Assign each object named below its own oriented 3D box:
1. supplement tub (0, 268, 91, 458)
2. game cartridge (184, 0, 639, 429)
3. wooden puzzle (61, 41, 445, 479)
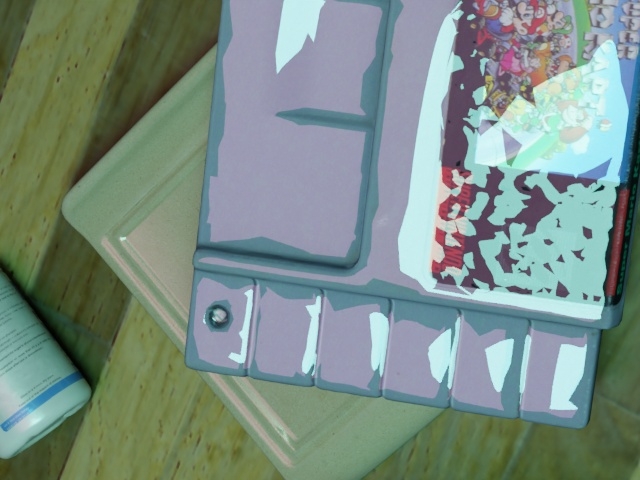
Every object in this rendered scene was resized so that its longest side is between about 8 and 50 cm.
[{"bbox_3d":[-0.196,0.071,1.203,0.071,0.071,0.107,-38,87,25],"label":"supplement tub"},{"bbox_3d":[0.058,-0.090,1.034,0.230,0.068,0.355,9,99,14],"label":"game cartridge"},{"bbox_3d":[0.000,0.000,1.127,0.221,0.044,0.239,-42,89,24],"label":"wooden puzzle"}]
